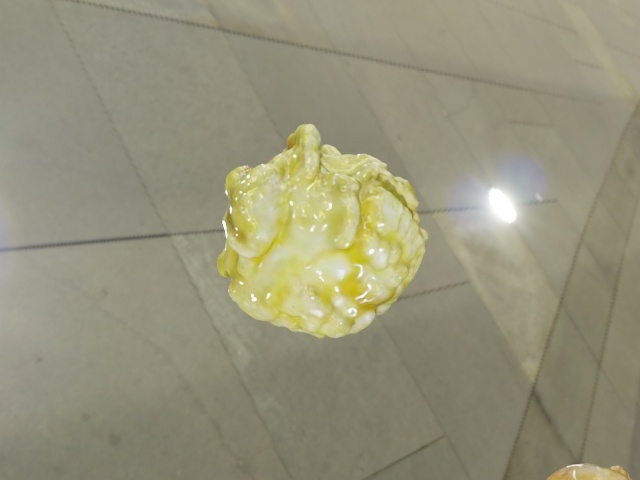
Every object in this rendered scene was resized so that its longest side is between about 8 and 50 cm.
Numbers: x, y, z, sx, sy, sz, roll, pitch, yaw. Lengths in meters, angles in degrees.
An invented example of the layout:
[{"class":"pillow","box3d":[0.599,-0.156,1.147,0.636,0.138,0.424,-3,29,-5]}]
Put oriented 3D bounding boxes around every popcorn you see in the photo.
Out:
[{"class":"popcorn","box3d":[0.000,0.000,1.076,0.255,0.256,0.195,56,44,-22]}]

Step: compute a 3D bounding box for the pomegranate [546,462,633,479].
[{"class":"pomegranate","box3d":[0.455,0.482,1.580,0.233,0.233,0.233,36,34,-29]}]
